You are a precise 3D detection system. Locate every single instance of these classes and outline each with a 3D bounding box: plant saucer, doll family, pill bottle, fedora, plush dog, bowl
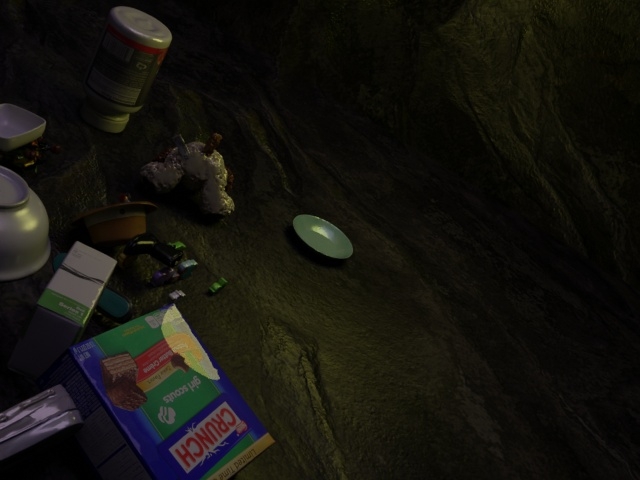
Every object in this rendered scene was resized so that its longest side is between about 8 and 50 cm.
[{"bbox_3d":[0.000,0.000,2.251,0.195,0.037,0.195,25,27,-14],"label":"plant saucer"},{"bbox_3d":[-0.689,-0.216,1.858,0.112,0.076,0.193,8,35,-3],"label":"doll family"},{"bbox_3d":[-0.546,-0.461,2.150,0.176,0.318,0.176,25,28,-14],"label":"pill bottle"},{"bbox_3d":[-0.453,-0.031,1.746,0.194,0.194,0.079,-8,83,-52],"label":"fedora"},{"bbox_3d":[-0.334,-0.199,2.109,0.263,0.210,0.225,23,5,-15],"label":"plush dog"},{"bbox_3d":[-0.718,-0.254,1.791,0.142,0.053,0.142,23,34,18],"label":"bowl"},{"bbox_3d":[-0.670,-0.064,1.562,0.298,0.134,0.298,25,27,-13],"label":"bowl"}]

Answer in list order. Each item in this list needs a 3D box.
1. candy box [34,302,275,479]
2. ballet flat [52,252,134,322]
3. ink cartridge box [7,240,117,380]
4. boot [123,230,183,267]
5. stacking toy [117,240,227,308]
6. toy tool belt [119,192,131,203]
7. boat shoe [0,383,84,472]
[{"bbox_3d":[-0.270,0.293,1.319,0.317,0.122,0.268,54,30,8],"label":"candy box"},{"bbox_3d":[-0.457,0.102,1.584,0.203,0.074,0.074,35,27,13],"label":"ballet flat"},{"bbox_3d":[-0.464,0.127,1.422,0.093,0.160,0.219,27,28,-11],"label":"ink cartridge box"},{"bbox_3d":[-0.363,0.027,1.716,0.099,0.045,0.121,33,20,6],"label":"boot"},{"bbox_3d":[-0.329,0.070,1.778,0.167,0.052,0.221,41,28,17],"label":"stacking toy"},{"bbox_3d":[-0.458,-0.071,1.897,0.083,0.052,0.051,58,5,36],"label":"toy tool belt"},{"bbox_3d":[-0.483,0.288,1.135,0.268,0.096,0.088,-23,70,-30],"label":"boat shoe"}]
